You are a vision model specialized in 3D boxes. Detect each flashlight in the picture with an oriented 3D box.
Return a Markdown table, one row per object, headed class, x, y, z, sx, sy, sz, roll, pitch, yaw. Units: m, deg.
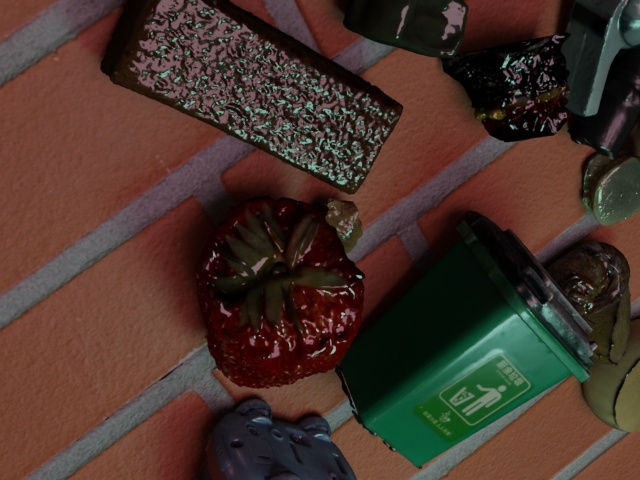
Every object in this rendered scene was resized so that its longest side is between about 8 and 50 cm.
| class | x | y | z | sx | sy | sz | roll | pitch | yaw |
| --- | --- | --- | --- | --- | --- | --- | --- | --- | --- |
| flashlight | 0.560 | -0.342 | 1.548 | 0.103 | 0.103 | 0.424 | 19 | 103 | -34 |

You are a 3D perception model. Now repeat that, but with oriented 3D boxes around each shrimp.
| class | x | y | z | sx | sy | sz | roll | pitch | yaw |
| --- | --- | --- | --- | --- | --- | --- | --- | --- | --- |
| shrimp | 0.438 | 0.128 | 1.713 | 0.343 | 0.116 | 0.145 | -33 | 111 | -10 |

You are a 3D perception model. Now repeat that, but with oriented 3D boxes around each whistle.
| class | x | y | z | sx | sy | sz | roll | pitch | yaw |
| --- | --- | --- | --- | --- | --- | --- | --- | --- | --- |
| whistle | 0.484 | -0.352 | 1.476 | 0.163 | 0.163 | 0.290 | -12 | 131 | -23 |

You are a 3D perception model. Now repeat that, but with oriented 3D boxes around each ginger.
| class | x | y | z | sx | sy | sz | roll | pitch | yaw |
| --- | --- | --- | --- | --- | --- | --- | --- | --- | --- |
| ginger | 0.007 | 0.002 | 1.450 | 0.096 | 0.067 | 0.165 | 25 | 114 | -35 |

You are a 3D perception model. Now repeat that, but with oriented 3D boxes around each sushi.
| class | x | y | z | sx | sy | sz | roll | pitch | yaw |
| --- | --- | --- | --- | --- | --- | --- | --- | --- | --- |
| sushi | 0.314 | -0.235 | 1.438 | 0.172 | 0.153 | 0.151 | -21 | 104 | -41 |

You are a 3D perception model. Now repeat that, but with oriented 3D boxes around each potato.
| class | x | y | z | sx | sy | sz | roll | pitch | yaw |
| --- | --- | --- | --- | --- | --- | --- | --- | --- | --- |
| potato | 0.566 | 0.162 | 1.834 | 0.100 | 0.089 | 0.172 | 28 | 71 | -50 |

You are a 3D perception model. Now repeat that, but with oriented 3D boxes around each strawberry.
| class | x | y | z | sx | sy | sz | roll | pitch | yaw |
| --- | --- | --- | --- | --- | --- | --- | --- | --- | --- |
| strawberry | -0.066 | 0.084 | 1.346 | 0.261 | 0.261 | 0.258 | -31 | 162 | -11 |

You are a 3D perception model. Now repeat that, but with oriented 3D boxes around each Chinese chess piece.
| class | x | y | z | sx | sy | sz | roll | pitch | yaw |
| --- | --- | --- | --- | --- | --- | --- | --- | --- | --- |
| Chinese chess piece | 0.672 | 0.285 | 1.927 | 0.249 | 0.103 | 0.250 | -13 | 120 | -23 |

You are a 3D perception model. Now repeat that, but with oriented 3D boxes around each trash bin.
| class | x | y | z | sx | sy | sz | roll | pitch | yaw |
| --- | --- | --- | --- | --- | --- | --- | --- | --- | --- |
| trash bin | 0.226 | 0.167 | 1.542 | 0.381 | 0.295 | 0.259 | -39 | 123 | 10 |

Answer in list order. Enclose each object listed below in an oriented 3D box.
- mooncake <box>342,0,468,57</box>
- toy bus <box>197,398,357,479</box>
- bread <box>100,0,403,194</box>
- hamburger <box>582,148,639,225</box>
| class | x | y | z | sx | sy | sz | roll | pitch | yaw |
| --- | --- | --- | --- | --- | --- | --- | --- | --- | --- |
| mooncake | 0.122 | -0.316 | 1.283 | 0.168 | 0.175 | 0.104 | 26 | 109 | 8 |
| toy bus | -0.084 | 0.428 | 1.548 | 0.294 | 0.197 | 0.232 | 22 | 113 | -36 |
| bread | -0.086 | -0.213 | 1.258 | 0.416 | 0.113 | 0.165 | 24 | 101 | -34 |
| hamburger | 0.543 | -0.100 | 1.685 | 0.133 | 0.062 | 0.140 | -23 | 125 | -12 |
